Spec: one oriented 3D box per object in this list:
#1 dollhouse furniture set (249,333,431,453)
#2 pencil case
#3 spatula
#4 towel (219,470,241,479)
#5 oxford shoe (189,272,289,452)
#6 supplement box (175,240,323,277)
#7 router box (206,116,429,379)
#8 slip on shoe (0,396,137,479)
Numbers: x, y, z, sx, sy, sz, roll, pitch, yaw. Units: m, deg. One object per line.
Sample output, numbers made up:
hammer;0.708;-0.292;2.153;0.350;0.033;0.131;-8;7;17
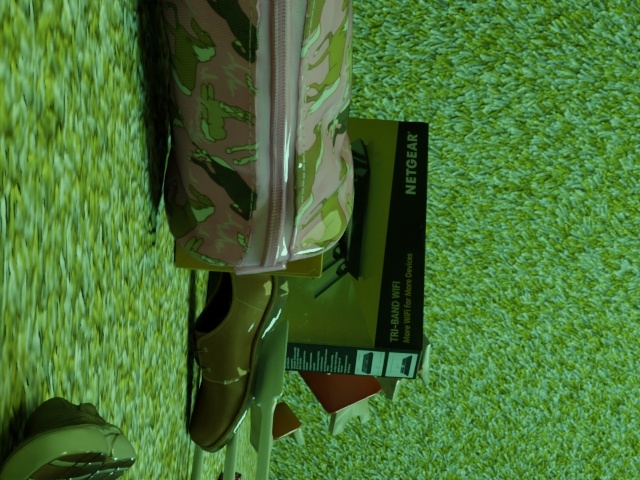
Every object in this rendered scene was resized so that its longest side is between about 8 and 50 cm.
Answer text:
dollhouse furniture set;-0.017;0.131;1.858;0.259;0.262;0.135;50;-27;37
pencil case;-0.041;-0.142;0.945;0.167;0.160;0.386;-51;159;-32
spatula;-0.090;0.214;1.398;0.168;0.019;0.242;-28;-133;43
towel;-0.131;0.423;1.809;0.275;0.031;0.199;-77;171;-88
oxford shoe;-0.102;0.114;1.379;0.076;0.076;0.212;35;-68;51
supplement box;-0.054;-0.086;1.255;0.194;0.129;0.191;-83;176;-75
router box;0.000;0.000;1.598;0.081;0.243;0.309;93;0;-60
slip on shoe;-0.118;0.092;0.622;0.041;0.051;0.135;54;2;10
